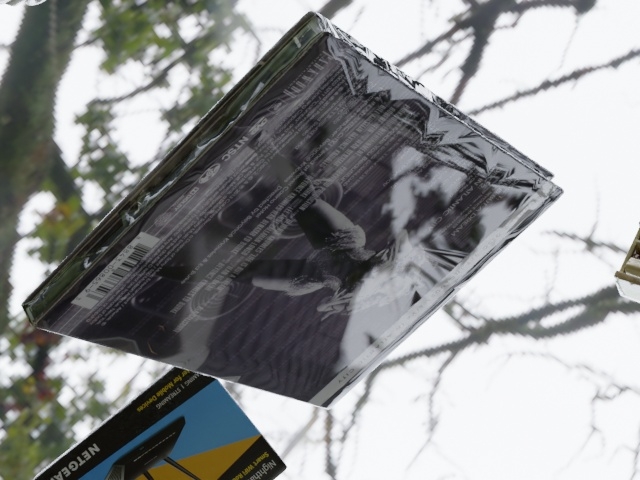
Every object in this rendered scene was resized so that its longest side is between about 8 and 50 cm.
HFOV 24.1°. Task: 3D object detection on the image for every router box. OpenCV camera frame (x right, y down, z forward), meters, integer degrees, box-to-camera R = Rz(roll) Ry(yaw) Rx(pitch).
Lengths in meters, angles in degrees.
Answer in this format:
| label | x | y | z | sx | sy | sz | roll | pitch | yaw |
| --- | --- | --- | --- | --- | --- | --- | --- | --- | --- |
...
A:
| label | x | y | z | sx | sy | sz | roll | pitch | yaw |
| --- | --- | --- | --- | --- | --- | --- | --- | --- | --- |
| router box | -0.139 | 0.201 | 1.307 | 0.133 | 0.179 | 0.046 | 51 | -6 | -2 |

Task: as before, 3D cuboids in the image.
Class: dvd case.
| label | x | y | z | sx | sy | sz | roll | pitch | yaw |
| --- | --- | --- | --- | --- | --- | --- | --- | --- | --- |
| dvd case | 0.000 | 0.000 | 0.651 | 0.164 | 0.221 | 0.018 | -44 | -123 | 15 |

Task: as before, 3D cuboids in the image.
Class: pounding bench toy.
| label | x | y | z | sx | sy | sz | roll | pitch | yaw |
| --- | --- | --- | --- | --- | --- | --- | --- | --- | --- |
| pounding bench toy | 0.286 | 0.014 | 1.270 | 0.052 | 0.065 | 0.083 | 21 | -13 | 25 |

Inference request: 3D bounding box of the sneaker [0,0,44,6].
| label | x | y | z | sx | sy | sz | roll | pitch | yaw |
| --- | --- | --- | --- | --- | --- | --- | --- | --- | --- |
| sneaker | -0.266 | -0.207 | 1.088 | 0.118 | 0.292 | 0.110 | -5 | -72 | 41 |
